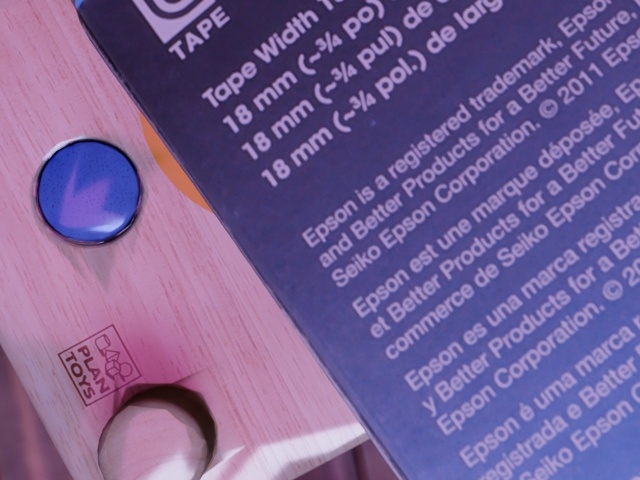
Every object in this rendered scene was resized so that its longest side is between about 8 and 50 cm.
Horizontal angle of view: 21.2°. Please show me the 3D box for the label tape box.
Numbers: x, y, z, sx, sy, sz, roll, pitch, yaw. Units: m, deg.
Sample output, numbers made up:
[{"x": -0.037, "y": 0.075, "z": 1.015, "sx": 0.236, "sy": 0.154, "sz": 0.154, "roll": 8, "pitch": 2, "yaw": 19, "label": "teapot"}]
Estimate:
[{"x": 0.091, "y": -0.054, "z": 0.455, "sx": 0.240, "sy": 0.106, "sz": 0.334, "roll": -39, "pitch": 67, "yaw": 7, "label": "label tape box"}]

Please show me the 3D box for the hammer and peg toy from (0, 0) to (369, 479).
[{"x": 0.000, "y": 0.000, "z": 0.619, "sx": 0.266, "sy": 0.127, "sz": 0.361, "roll": -27, "pitch": 91, "yaw": 0, "label": "hammer and peg toy"}]
